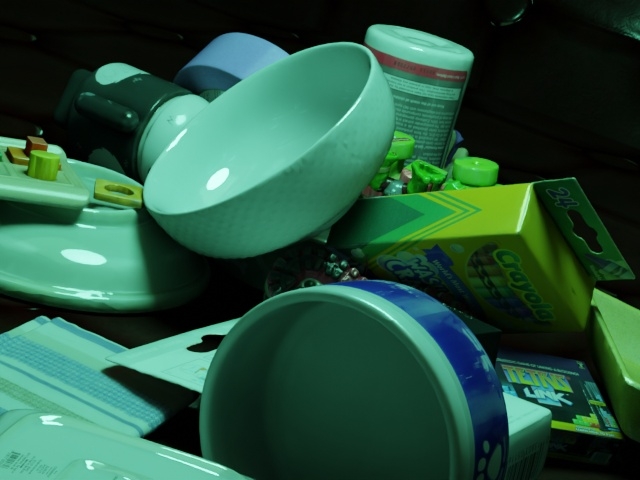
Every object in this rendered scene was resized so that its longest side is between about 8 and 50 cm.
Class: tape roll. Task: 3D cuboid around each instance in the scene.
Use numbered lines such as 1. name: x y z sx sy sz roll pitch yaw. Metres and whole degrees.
1. tape roll: -0.099 -0.186 2.307 0.275 0.275 0.090 25 57 28

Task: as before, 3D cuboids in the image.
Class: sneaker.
1. sneaker: 0.073 0.105 1.821 0.299 0.121 0.112 27 -27 3

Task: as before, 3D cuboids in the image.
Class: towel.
1. towel: -0.265 0.158 1.481 0.209 0.034 0.285 22 20 14

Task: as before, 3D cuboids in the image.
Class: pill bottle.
1. pill bottle: 0.119 -0.169 2.357 0.176 0.318 0.176 14 16 -4

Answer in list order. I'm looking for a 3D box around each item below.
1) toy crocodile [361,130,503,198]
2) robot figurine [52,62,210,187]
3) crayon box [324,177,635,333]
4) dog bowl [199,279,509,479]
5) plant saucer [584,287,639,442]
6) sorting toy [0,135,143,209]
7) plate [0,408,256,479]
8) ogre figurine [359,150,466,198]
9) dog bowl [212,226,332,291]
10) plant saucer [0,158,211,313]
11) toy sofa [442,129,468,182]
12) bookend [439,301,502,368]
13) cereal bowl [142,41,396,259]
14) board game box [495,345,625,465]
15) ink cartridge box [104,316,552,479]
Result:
1. toy crocodile: 0.147 -0.069 2.077 0.340 0.115 0.105 18 22 17
2. robot figurine: -0.277 -0.167 2.274 0.278 0.173 0.209 24 37 28
3. crayon box: 0.193 0.028 1.817 0.323 0.083 0.203 -5 -40 35
4. dog bowl: 0.028 0.168 1.305 0.265 0.265 0.104 25 18 29
5. plant saucer: 0.469 0.206 1.805 0.332 0.081 0.333 25 16 -6
6. sorting toy: -0.384 -0.101 1.834 0.347 0.047 0.196 8 18 -22
7. plate: -0.172 0.210 1.162 0.278 0.045 0.277 16 16 7
8. ogre figurine: 0.095 -0.054 1.972 0.197 0.118 0.097 16 21 7
9. dog bowl: 0.000 0.000 2.093 0.349 0.102 0.349 14 18 -5
10. plant saucer: -0.328 -0.030 1.910 0.400 0.100 0.400 14 16 -4
11. toy sofa: 0.069 -0.163 2.546 0.362 0.177 0.150 17 17 7
12. bookend: 0.081 0.110 1.587 0.157 0.072 0.156 -3 19 -42
13. cereal bowl: -0.046 -0.092 1.856 0.141 0.339 0.339 55 0 -25
14. board game box: 0.253 0.189 1.731 0.170 0.048 0.141 11 34 -23
15. ink cartridge box: 0.008 0.188 1.566 0.385 0.091 0.308 17 16 30
